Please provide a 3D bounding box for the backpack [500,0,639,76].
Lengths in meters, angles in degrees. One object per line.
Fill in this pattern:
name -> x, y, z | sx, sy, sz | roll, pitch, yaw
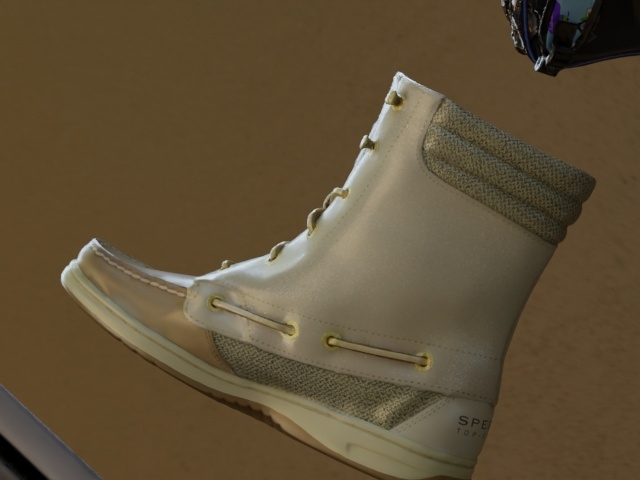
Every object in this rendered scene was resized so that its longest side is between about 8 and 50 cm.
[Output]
backpack -> 0.175, -0.197, 0.903 | 0.158, 0.117, 0.173 | -9, -60, 3

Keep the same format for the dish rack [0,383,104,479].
dish rack -> -0.249, 0.175, 0.745 | 0.333, 0.072, 0.285 | 42, -107, 2

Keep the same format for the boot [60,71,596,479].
boot -> 0.000, 0.000, 0.712 | 0.213, 0.077, 0.165 | 24, -87, 21
